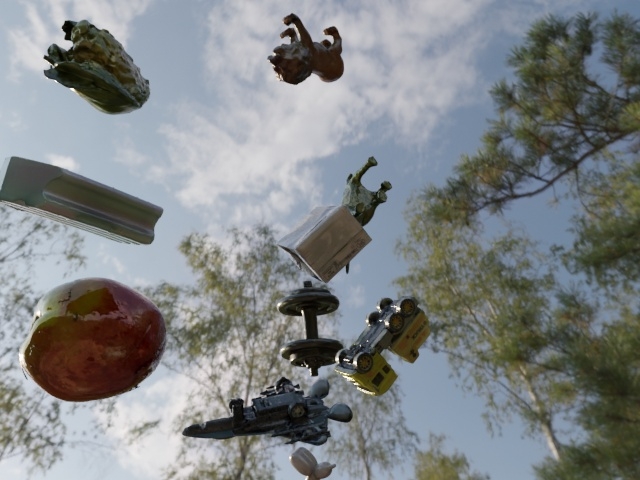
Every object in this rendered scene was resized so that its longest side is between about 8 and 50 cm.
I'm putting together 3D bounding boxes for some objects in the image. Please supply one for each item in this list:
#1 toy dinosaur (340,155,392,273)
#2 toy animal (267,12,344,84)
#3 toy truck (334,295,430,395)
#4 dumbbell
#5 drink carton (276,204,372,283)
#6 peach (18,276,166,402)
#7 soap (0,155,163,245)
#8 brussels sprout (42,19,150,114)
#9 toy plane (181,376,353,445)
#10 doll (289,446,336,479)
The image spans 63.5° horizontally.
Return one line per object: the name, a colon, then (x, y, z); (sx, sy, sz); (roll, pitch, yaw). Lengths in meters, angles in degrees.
toy dinosaur: (0.068, -0.073, 1.331); (0.087, 0.447, 0.301); (30, -32, -13)
toy animal: (-0.022, -0.437, 1.242); (0.097, 0.312, 0.157); (-9, -90, 38)
toy truck: (0.174, 0.272, 1.328); (0.157, 0.124, 0.272); (48, -112, -13)
dumbbell: (-0.032, 0.258, 1.542); (0.192, 0.290, 0.192); (-4, -24, -2)
drink carton: (-0.001, 0.001, 1.113); (0.134, 0.222, 0.102); (-45, -76, -9)
peach: (-0.617, 0.283, 1.433); (0.370, 0.370, 0.370); (1, -58, 1)
soap: (-0.600, -0.091, 1.285); (0.208, 0.115, 0.347); (2, -16, 45)
brussels sprout: (-0.326, -0.246, 0.776); (0.100, 0.181, 0.139); (-37, -92, 1)
toy plane: (-0.084, 0.263, 0.788); (0.246, 0.169, 0.078); (5, -75, -25)
doll: (-0.006, 0.569, 1.176); (0.160, 0.059, 0.161); (14, -79, 26)
